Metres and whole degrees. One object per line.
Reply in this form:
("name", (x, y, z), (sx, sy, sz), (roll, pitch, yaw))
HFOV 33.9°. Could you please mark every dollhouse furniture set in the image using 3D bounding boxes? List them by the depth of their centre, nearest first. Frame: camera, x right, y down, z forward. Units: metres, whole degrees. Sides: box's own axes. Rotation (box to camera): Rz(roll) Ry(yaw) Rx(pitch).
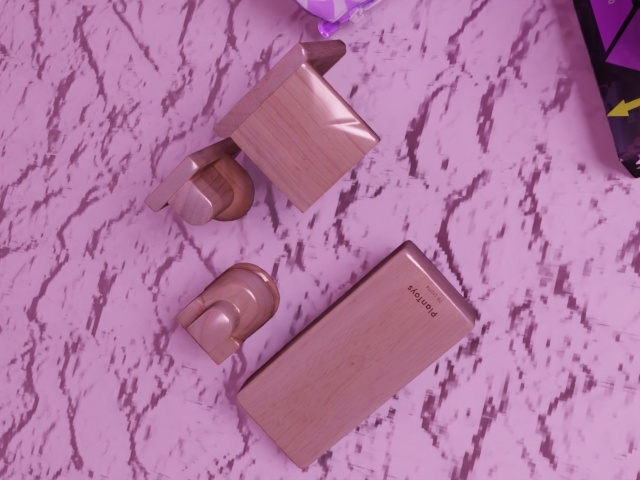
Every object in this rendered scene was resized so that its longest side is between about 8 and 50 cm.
("dollhouse furniture set", (0.000, 0.000, 0.552), (0.144, 0.123, 0.151), (-42, 93, 15))

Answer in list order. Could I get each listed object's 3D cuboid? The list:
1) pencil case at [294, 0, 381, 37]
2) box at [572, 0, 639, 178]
("pencil case", (0.064, -0.172, 0.519), (0.206, 0.086, 0.088), (-16, 97, 36))
("box", (0.196, -0.109, 0.459), (0.162, 0.029, 0.116), (-21, 65, 25))
